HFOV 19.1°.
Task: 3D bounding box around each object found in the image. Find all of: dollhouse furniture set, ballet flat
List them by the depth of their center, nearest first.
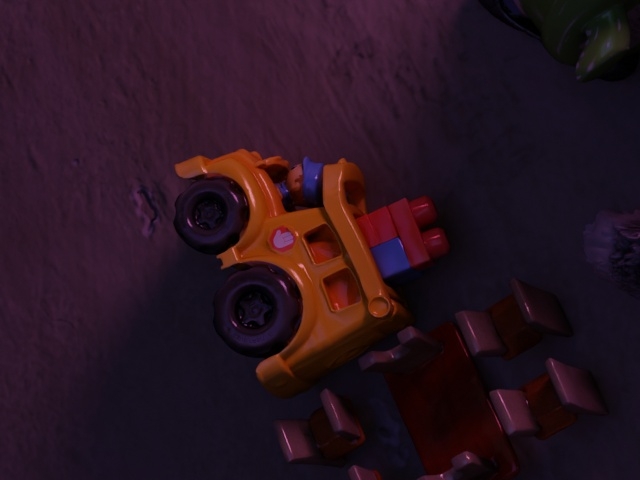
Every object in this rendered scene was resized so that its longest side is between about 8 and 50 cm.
[{"bbox_3d":[0.196,-0.192,1.606,0.173,0.049,0.057,34,104,22],"label":"ballet flat"},{"bbox_3d":[0.130,0.197,1.623,0.262,0.135,0.259,-33,65,23],"label":"dollhouse furniture set"}]

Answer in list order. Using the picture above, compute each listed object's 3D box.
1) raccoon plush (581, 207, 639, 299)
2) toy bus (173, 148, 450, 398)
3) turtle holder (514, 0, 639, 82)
[{"bbox_3d":[0.402,0.159,1.480,0.446,0.216,0.299,26,119,53],"label":"raccoon plush"},{"bbox_3d":[0.000,0.000,1.664,0.211,0.149,0.220,-27,76,11],"label":"toy bus"},{"bbox_3d":[0.269,-0.282,1.449,0.227,0.243,0.320,61,140,16],"label":"turtle holder"}]
